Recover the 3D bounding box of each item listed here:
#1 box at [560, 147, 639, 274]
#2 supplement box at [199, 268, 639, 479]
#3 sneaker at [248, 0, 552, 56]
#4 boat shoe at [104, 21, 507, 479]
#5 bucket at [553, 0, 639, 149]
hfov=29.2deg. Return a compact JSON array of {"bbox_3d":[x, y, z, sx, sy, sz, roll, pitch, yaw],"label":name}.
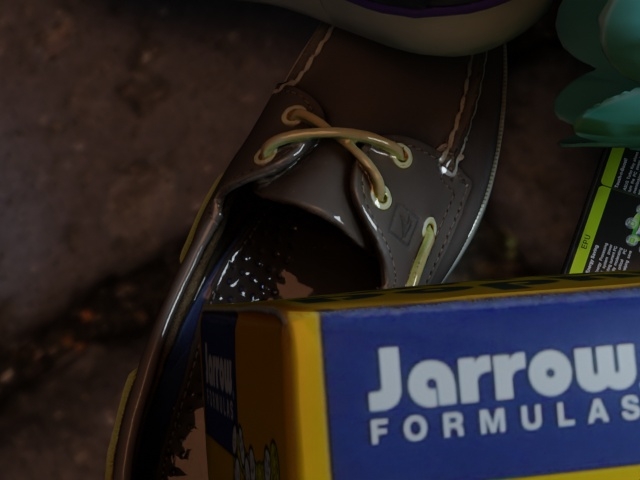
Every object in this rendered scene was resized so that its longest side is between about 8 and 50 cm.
[{"bbox_3d":[0.197,0.038,0.551,0.184,0.045,0.190,18,82,12],"label":"box"},{"bbox_3d":[0.076,0.190,0.407,0.194,0.195,0.356,-4,88,-12],"label":"supplement box"},{"bbox_3d":[-0.050,-0.211,0.492,0.323,0.236,0.130,22,63,28],"label":"sneaker"},{"bbox_3d":[0.000,0.000,0.551,0.117,0.097,0.324,24,82,11],"label":"boat shoe"},{"bbox_3d":[0.191,-0.153,0.440,0.183,0.281,0.281,5,79,6],"label":"bucket"}]
